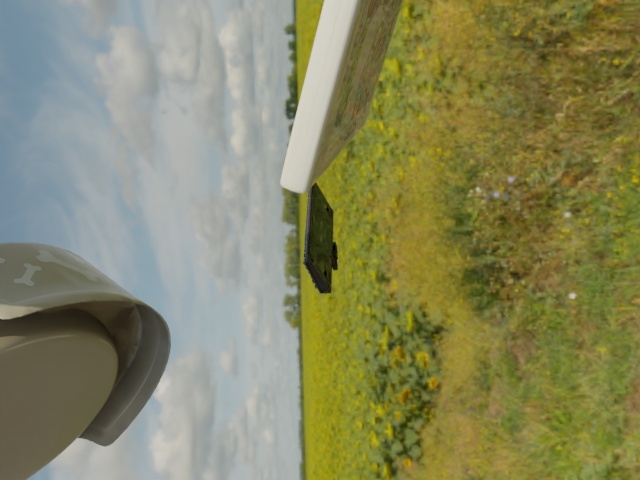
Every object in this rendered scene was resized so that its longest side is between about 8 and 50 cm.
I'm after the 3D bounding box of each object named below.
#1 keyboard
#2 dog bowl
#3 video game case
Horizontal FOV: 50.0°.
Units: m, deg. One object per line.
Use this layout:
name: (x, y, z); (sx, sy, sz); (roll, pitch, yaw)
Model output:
keyboard: (0.000, 0.000, 1.044); (0.180, 0.023, 0.108); (-86, -27, -45)
dog bowl: (-0.308, 0.146, 0.608); (0.102, 0.349, 0.348); (44, 158, 23)
video game case: (0.024, -0.119, 0.378); (0.143, 0.019, 0.157); (-55, -16, -61)
